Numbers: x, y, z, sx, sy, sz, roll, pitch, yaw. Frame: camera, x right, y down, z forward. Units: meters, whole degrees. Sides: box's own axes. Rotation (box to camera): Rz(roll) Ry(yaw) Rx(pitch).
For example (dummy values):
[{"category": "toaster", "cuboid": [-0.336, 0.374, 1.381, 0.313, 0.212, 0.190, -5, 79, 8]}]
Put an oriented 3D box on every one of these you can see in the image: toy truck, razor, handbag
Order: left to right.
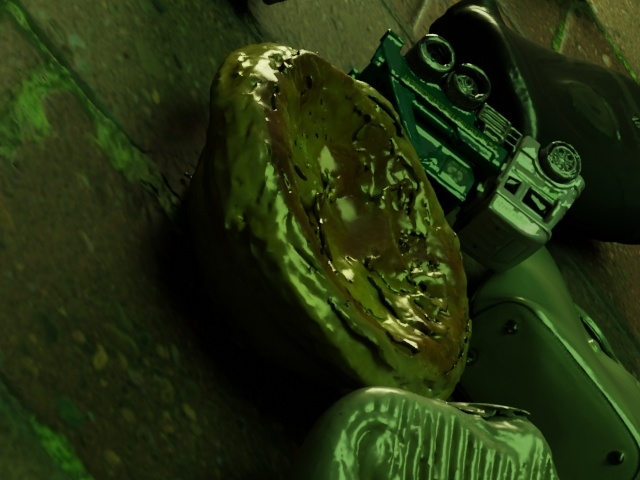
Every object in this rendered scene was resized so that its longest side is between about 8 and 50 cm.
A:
[{"category": "toy truck", "cuboid": [0.106, -0.066, 1.351, 0.216, 0.110, 0.116, 38, 54, -7]}, {"category": "razor", "cuboid": [0.233, -0.108, 1.600, 0.349, 0.113, 0.204, 16, 52, -50]}, {"category": "handbag", "cuboid": [0.233, 0.104, 1.424, 0.241, 0.109, 0.315, 54, 26, 4]}]

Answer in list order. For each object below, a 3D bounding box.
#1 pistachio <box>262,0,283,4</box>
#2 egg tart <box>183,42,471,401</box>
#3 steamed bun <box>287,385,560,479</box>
[{"category": "pistachio", "cuboid": [-0.031, -0.270, 1.325, 0.124, 0.124, 0.185, 44, 50, -29]}, {"category": "egg tart", "cuboid": [0.000, 0.000, 1.141, 0.290, 0.115, 0.290, 41, 35, -37]}, {"category": "steamed bun", "cuboid": [0.061, 0.208, 1.038, 0.218, 0.144, 0.211, 10, 70, -24]}]
